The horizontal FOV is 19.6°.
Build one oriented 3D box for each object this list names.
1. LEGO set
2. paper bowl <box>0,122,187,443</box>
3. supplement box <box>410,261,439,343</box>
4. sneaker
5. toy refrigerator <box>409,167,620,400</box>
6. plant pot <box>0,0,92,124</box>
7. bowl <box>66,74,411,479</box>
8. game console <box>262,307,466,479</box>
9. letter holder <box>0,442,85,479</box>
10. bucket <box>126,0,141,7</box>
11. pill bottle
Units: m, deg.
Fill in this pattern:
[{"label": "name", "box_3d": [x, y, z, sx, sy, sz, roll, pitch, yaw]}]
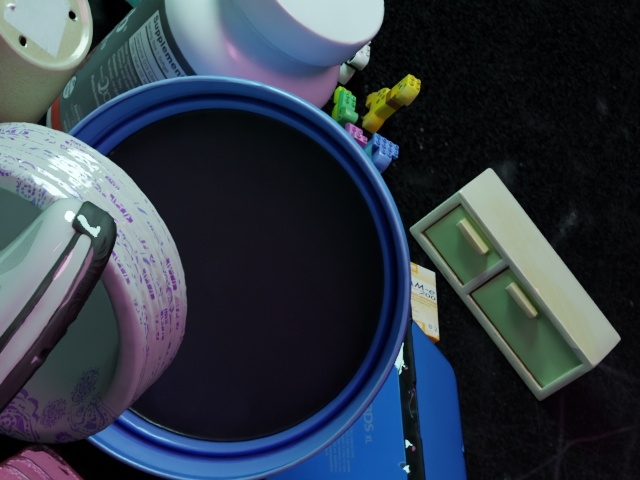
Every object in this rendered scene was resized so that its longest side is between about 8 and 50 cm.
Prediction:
[{"label": "LEGO set", "box_3d": [0.070, -0.167, 2.300, 0.087, 0.093, 0.227, 29, 45, -25]}, {"label": "paper bowl", "box_3d": [-0.249, 0.029, 1.666, 0.284, 0.284, 0.148, 50, 37, -3]}, {"label": "supplement box", "box_3d": [0.105, 0.075, 2.198, 0.062, 0.036, 0.098, 23, 47, -31]}, {"label": "sneaker", "box_3d": [-0.381, 0.088, 1.465, 0.257, 0.447, 0.169, 42, 3, -4]}, {"label": "toy refrigerator", "box_3d": [0.238, 0.056, 2.288, 0.269, 0.102, 0.094, 53, 40, 1]}, {"label": "plant pot", "box_3d": [-0.348, -0.168, 1.730, 0.256, 0.274, 0.257, 26, 54, -42]}, {"label": "bowl", "box_3d": [-0.103, 0.037, 1.786, 0.391, 0.391, 0.077, 54, 11, 3]}, {"label": "game console", "box_3d": [0.052, 0.224, 2.047, 0.250, 0.173, 0.293, 1, 55, -7]}, {"label": "letter holder", "box_3d": [-0.205, 0.325, 1.584, 0.214, 0.152, 0.302, -37, 89, -30]}, {"label": "bucket", "box_3d": [-0.091, -0.318, 2.130, 0.183, 0.281, 0.281, 49, 40, 0]}, {"label": "pill bottle", "box_3d": [-0.110, -0.177, 1.928, 0.210, 0.363, 0.210, 25, 46, -29]}]
